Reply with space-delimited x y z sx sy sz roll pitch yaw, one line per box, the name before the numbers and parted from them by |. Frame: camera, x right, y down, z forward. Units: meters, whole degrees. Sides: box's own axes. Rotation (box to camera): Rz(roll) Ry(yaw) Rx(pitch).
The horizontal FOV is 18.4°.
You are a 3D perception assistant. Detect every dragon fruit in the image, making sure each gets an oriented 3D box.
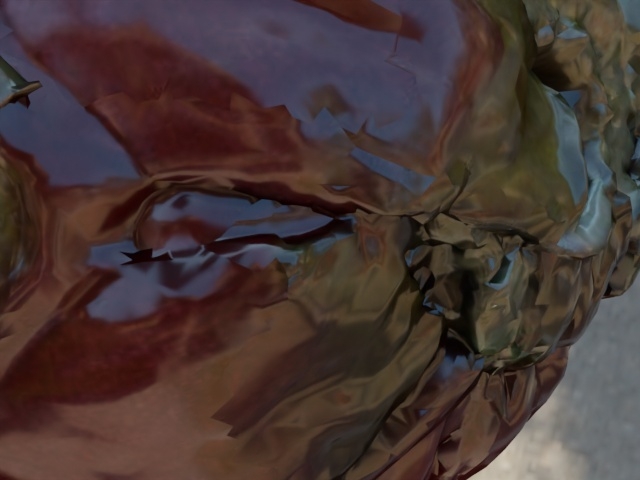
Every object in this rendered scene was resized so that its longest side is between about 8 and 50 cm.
dragon fruit | -0.068 -0.036 0.569 0.329 0.329 0.329 3 44 -3
